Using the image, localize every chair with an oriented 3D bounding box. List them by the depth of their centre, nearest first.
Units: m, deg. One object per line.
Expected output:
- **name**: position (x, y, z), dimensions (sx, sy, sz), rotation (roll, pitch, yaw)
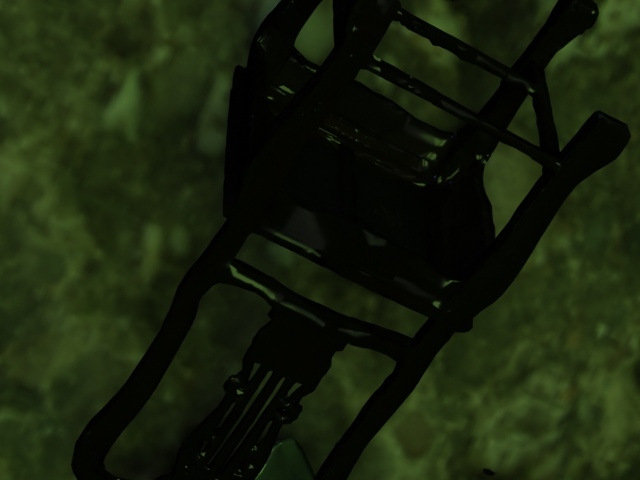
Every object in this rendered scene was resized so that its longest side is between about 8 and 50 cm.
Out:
- **chair**: position (0.000, 0.000, 0.504), dimensions (0.106, 0.113, 0.229), rotation (27, 120, -16)

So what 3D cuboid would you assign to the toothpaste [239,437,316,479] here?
- **toothpaste**: position (-0.092, 0.153, 0.531), dimensions (0.218, 0.041, 0.064), rotation (-28, 112, -11)
